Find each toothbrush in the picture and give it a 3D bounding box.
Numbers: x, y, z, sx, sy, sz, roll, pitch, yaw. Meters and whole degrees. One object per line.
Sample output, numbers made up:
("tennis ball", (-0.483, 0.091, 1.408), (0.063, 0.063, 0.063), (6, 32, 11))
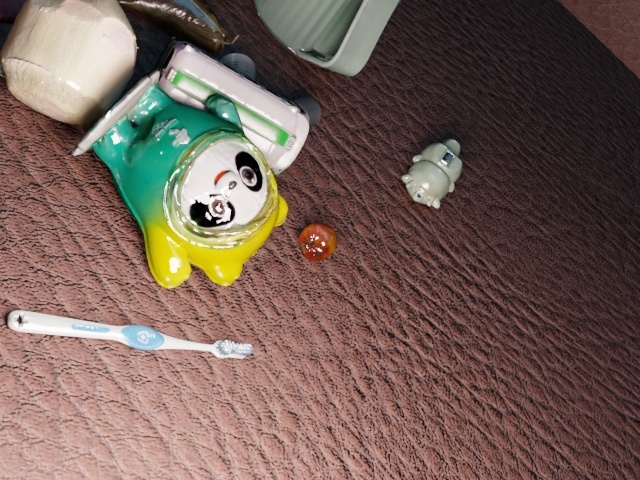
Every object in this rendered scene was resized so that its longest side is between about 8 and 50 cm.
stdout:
("toothbrush", (-0.280, 0.145, 1.535), (0.386, 0.040, 0.040), (11, 46, -29))

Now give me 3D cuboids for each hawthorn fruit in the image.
("hawthorn fruit", (-0.004, 0.002, 1.885), (0.077, 0.077, 0.077), (24, 41, -22))

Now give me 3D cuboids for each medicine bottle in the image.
("medicine bottle", (-0.169, -0.306, 2.034), (0.080, 0.080, 0.130), (22, 42, -24))

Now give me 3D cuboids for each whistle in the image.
("whistle", (0.250, -0.153, 2.232), (0.102, 0.105, 0.253), (63, 39, -23))

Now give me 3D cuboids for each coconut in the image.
("coconut", (-0.407, -0.317, 1.699), (0.224, 0.224, 0.234), (33, 75, -11))

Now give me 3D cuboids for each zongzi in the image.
("zongzi", (-0.293, -0.441, 2.075), (0.184, 0.084, 0.187), (-28, 78, -36))

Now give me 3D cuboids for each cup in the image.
("cup", (-0.056, -0.262, 2.105), (0.100, 0.078, 0.077), (19, 25, 23))
("cup", (0.081, -0.580, 2.286), (0.310, 0.392, 0.401), (-17, 70, -42))

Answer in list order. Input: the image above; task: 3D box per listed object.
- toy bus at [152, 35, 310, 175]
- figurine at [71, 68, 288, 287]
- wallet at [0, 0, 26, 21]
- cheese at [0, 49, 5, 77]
("toy bus", (-0.163, -0.239, 1.861), (0.305, 0.143, 0.179), (29, 1, -17))
("figurine", (-0.219, -0.098, 1.687), (0.340, 0.231, 0.323), (46, 64, -8))
("wallet", (-0.500, -0.465, 1.889), (0.025, 0.119, 0.232), (22, 23, 37))
("cheese", (-0.527, -0.308, 1.767), (0.067, 0.026, 0.120), (51, 38, 11))
